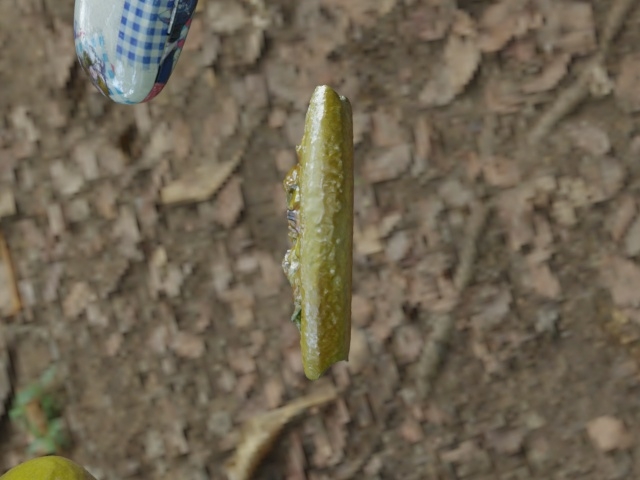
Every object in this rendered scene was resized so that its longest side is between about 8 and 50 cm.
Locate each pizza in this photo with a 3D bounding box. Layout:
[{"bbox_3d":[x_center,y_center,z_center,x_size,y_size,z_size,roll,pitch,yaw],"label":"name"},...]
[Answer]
[{"bbox_3d":[0.002,-0.008,2.077,0.268,0.087,0.257,95,173,-57],"label":"pizza"}]

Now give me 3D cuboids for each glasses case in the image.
[{"bbox_3d":[-0.145,-0.275,1.528,0.125,0.076,0.327,40,123,39],"label":"glasses case"}]

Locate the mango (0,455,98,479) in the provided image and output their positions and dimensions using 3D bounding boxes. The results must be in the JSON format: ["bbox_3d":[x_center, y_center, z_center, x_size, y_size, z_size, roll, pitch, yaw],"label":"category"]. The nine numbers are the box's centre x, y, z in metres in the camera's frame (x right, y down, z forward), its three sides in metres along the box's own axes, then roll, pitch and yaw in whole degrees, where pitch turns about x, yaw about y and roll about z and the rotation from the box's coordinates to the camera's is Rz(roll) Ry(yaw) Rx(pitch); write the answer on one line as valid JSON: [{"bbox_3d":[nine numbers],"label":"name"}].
[{"bbox_3d":[-0.284,0.328,1.692,0.142,0.331,0.195,5,110,10],"label":"mango"}]
